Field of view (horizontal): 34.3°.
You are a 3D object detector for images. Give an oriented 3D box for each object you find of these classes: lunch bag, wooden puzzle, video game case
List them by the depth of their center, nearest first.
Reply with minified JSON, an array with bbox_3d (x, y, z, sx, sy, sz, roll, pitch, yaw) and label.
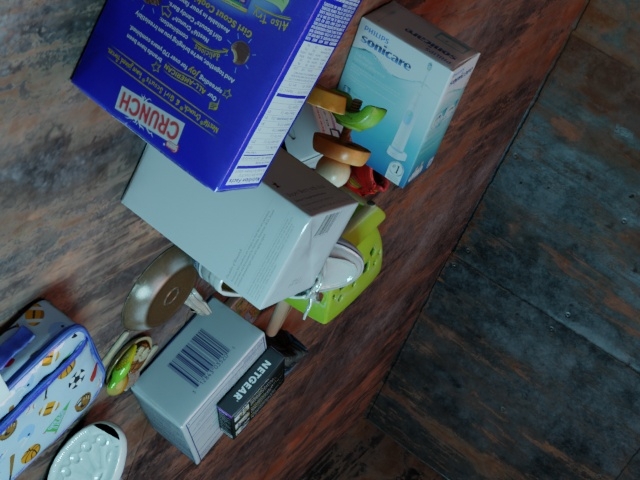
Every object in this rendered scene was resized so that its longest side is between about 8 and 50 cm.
[{"bbox_3d":[-0.474,0.248,1.585,0.303,0.115,0.243,-48,160,-25],"label":"lunch bag"},{"bbox_3d":[-0.149,0.126,2.391,0.212,0.023,0.193,-48,163,-22],"label":"video game case"},{"bbox_3d":[-0.054,0.094,2.510,0.239,0.044,0.221,-50,167,-56],"label":"wooden puzzle"}]

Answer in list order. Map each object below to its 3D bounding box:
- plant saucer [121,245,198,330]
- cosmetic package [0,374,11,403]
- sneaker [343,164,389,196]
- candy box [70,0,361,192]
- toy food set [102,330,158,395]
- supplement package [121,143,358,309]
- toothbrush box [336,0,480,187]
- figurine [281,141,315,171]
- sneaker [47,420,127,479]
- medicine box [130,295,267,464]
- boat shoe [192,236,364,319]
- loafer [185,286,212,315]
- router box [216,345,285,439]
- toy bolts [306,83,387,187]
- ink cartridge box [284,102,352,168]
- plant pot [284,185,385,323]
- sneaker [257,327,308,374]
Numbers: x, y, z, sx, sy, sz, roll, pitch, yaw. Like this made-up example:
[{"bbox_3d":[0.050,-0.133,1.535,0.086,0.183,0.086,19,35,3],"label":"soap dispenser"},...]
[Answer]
[{"bbox_3d":[-0.287,0.095,1.929,0.199,0.036,0.199,-49,163,-20],"label":"plant saucer"},{"bbox_3d":[-0.565,0.227,1.214,0.365,0.155,0.197,-46,159,-24],"label":"cosmetic package"},{"bbox_3d":[0.097,-0.135,2.393,0.107,0.118,0.279,-37,156,-45],"label":"sneaker"},{"bbox_3d":[-0.126,-0.260,1.275,0.317,0.268,0.122,-59,159,17],"label":"candy box"},{"bbox_3d":[-0.364,0.243,1.999,0.132,0.038,0.192,-54,164,-4],"label":"toy food set"},{"bbox_3d":[-0.126,-0.060,1.617,0.175,0.293,0.177,-61,163,22],"label":"supplement package"},{"bbox_3d":[0.155,-0.292,2.083,0.126,0.216,0.296,-38,156,-45],"label":"toothbrush box"},{"bbox_3d":[-0.125,-0.097,1.942,0.215,0.092,0.209,-57,156,10],"label":"figurine"},{"bbox_3d":[-0.452,0.476,2.098,0.323,0.130,0.236,-63,172,12],"label":"sneaker"},{"bbox_3d":[-0.249,0.306,2.245,0.263,0.149,0.289,-49,163,-21],"label":"medicine box"},{"bbox_3d":[-0.048,0.068,1.950,0.367,0.156,0.136,7,120,-36],"label":"boat shoe"},{"bbox_3d":[-0.253,0.123,2.081,0.039,0.045,0.125,-35,154,-6],"label":"loafer"},{"bbox_3d":[-0.146,0.328,2.228,0.179,0.046,0.133,-47,161,-26],"label":"router box"},{"bbox_3d":[-0.040,-0.190,1.724,0.218,0.228,0.159,-1,115,-63],"label":"toy bolts"},{"bbox_3d":[-0.007,-0.204,1.934,0.072,0.128,0.175,-19,175,20],"label":"ink cartridge box"},{"bbox_3d":[0.000,0.000,2.224,0.228,0.227,0.207,-41,154,-41],"label":"plant pot"},{"bbox_3d":[-0.133,0.308,2.617,0.140,0.125,0.341,-51,162,5],"label":"sneaker"}]
